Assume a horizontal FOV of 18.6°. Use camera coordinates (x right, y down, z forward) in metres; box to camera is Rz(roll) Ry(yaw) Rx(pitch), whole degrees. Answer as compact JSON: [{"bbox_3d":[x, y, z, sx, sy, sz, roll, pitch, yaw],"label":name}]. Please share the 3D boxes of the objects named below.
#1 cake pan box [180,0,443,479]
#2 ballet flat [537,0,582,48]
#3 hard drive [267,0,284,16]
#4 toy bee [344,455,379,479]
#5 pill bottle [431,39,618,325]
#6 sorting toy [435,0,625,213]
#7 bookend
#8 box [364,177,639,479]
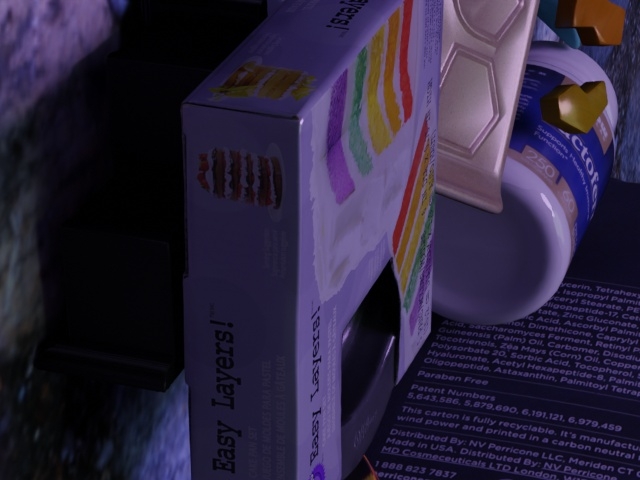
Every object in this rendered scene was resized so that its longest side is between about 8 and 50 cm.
[{"bbox_3d":[0.000,0.000,1.050,0.246,0.070,0.266,-49,146,-56],"label":"cake pan box"},{"bbox_3d":[0.162,-0.272,1.620,0.083,0.087,0.247,-105,-178,-69],"label":"ballet flat"},{"bbox_3d":[-0.014,-0.189,1.143,0.203,0.040,0.307,-56,149,-33],"label":"hard drive"},{"bbox_3d":[0.009,0.271,1.281,0.195,0.162,0.298,16,83,-74],"label":"toy bee"},{"bbox_3d":[0.156,-0.057,1.595,0.264,0.153,0.153,-56,149,-55],"label":"pill bottle"},{"bbox_3d":[0.103,-0.140,1.405,0.307,0.041,0.229,18,77,-43],"label":"sorting toy"},{"bbox_3d":[-0.085,-0.031,1.000,0.157,0.072,0.156,-54,148,-56],"label":"bookend"},{"bbox_3d":[0.210,0.267,1.682,0.471,0.297,0.479,-62,154,-51],"label":"box"}]
